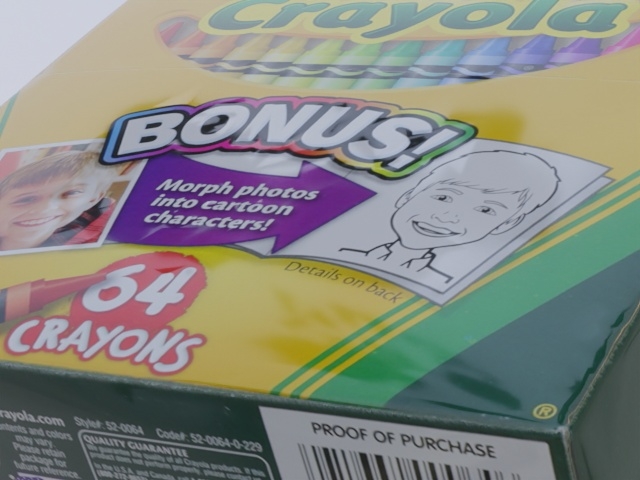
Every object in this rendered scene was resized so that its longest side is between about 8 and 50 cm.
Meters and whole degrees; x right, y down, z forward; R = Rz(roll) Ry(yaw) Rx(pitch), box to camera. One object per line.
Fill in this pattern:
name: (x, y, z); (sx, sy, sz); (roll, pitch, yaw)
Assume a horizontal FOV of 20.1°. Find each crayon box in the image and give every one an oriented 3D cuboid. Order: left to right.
crayon box: (0.000, 0.000, 0.761); (0.313, 0.363, 0.106); (-51, -45, -44)
